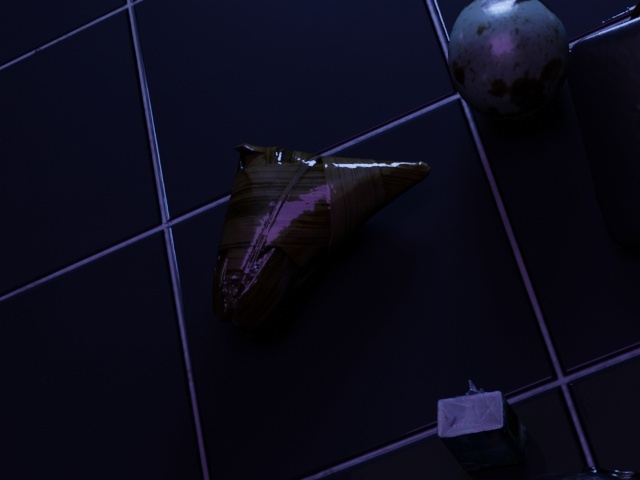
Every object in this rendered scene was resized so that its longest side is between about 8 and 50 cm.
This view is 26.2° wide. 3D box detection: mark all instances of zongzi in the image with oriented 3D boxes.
[{"bbox_3d":[0.000,0.000,1.923,0.288,0.134,0.286,2,68,20],"label":"zongzi"}]

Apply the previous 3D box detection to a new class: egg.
[{"bbox_3d":[0.261,-0.268,1.923,0.169,0.169,0.231,-19,40,16],"label":"egg"}]

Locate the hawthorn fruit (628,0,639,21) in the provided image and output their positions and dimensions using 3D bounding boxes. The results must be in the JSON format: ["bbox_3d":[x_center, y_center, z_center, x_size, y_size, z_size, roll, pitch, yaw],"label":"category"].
[{"bbox_3d":[0.509,-0.396,1.825,0.263,0.235,0.231,-35,22,-15],"label":"hawthorn fruit"}]

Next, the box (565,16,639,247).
[{"bbox_3d":[0.472,-0.158,1.746,0.289,0.073,0.290,-19,74,26],"label":"box"}]

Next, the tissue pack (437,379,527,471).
[{"bbox_3d":[0.198,0.224,1.683,0.085,0.111,0.079,-12,55,19],"label":"tissue pack"}]

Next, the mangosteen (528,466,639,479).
[{"bbox_3d":[0.297,0.389,1.416,0.330,0.330,0.330,-13,56,20],"label":"mangosteen"}]
